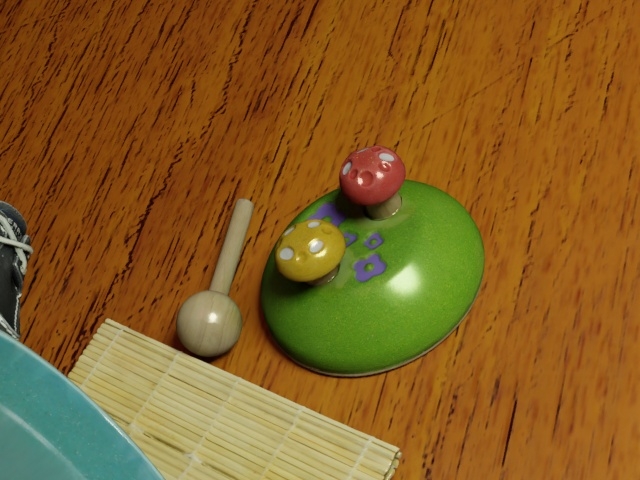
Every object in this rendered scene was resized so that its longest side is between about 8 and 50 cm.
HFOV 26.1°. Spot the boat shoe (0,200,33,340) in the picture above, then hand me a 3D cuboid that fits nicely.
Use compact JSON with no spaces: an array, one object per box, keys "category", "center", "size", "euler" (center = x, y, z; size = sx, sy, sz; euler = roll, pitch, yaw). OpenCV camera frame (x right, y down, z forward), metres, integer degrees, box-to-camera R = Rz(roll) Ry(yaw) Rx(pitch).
[{"category":"boat shoe","center":[-0.304,0.010,1.210],"size":[0.102,0.108,0.301],"euler":[-35,38,-5]}]

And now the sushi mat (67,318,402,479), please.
[{"category":"sushi mat","center":[-0.098,0.165,1.026],"size":[0.317,0.019,0.151],"euler":[20,62,37]}]

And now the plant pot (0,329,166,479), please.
[{"category":"plant pot","center":[-0.251,0.225,0.888],"size":[0.255,0.272,0.271],"euler":[-44,45,5]}]

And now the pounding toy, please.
[{"category":"pounding toy","center":[0.000,0.000,1.063],"size":[0.237,0.110,0.183],"euler":[-3,50,23]}]
